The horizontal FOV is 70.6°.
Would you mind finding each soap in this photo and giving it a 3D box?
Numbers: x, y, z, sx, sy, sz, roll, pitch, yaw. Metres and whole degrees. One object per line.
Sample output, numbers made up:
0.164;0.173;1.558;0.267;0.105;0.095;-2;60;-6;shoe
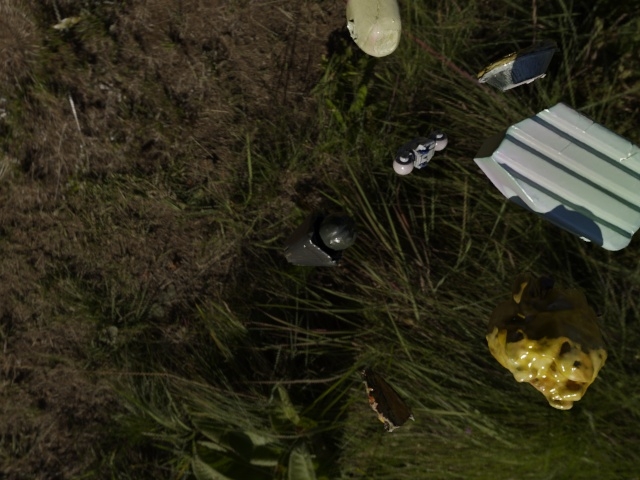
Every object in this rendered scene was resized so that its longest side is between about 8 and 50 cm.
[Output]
0.516;-0.143;0.946;0.347;0.115;0.208;27;100;-5;soap

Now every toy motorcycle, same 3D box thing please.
0.350;-0.324;1.623;0.254;0.113;0.112;-36;126;-23;toy motorcycle

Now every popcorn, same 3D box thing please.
0.428;0.187;0.886;0.192;0.190;0.253;27;51;-7;popcorn

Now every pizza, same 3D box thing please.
0.163;0.407;1.097;0.185;0.195;0.052;44;99;-3;pizza

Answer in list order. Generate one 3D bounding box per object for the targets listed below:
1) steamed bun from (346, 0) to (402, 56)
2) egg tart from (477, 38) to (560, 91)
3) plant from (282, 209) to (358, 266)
0.144;-0.671;1.323;0.153;0.170;0.238;-15;85;-1;steamed bun
0.592;-0.511;1.351;0.234;0.234;0.094;-22;98;-25;egg tart
0.000;0.000;1.444;0.256;0.141;0.164;-28;123;32;plant
